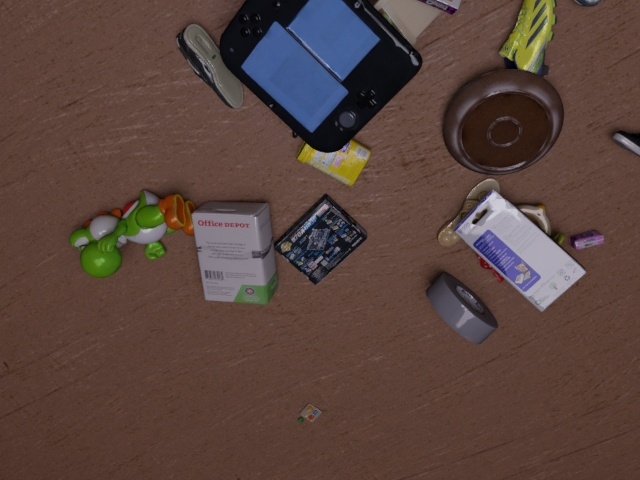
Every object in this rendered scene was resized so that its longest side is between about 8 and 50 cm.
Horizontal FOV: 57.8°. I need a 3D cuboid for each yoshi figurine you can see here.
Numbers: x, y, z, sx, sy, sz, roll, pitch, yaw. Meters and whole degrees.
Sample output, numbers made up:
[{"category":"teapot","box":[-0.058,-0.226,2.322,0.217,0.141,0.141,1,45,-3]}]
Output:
[{"category":"yoshi figurine","box":[-0.528,0.003,1.622,0.362,0.203,0.204,-16,119,10]}]

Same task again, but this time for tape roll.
[{"category":"tape roll","box":[0.410,0.196,1.684,0.219,0.219,0.072,36,109,-14]}]

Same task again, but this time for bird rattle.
[{"category":"bird rattle","box":[0.576,-0.003,1.678,0.253,0.143,0.207,-9,102,18]}]

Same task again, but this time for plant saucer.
[{"category":"plant saucer","box":[0.480,-0.292,1.521,0.310,0.050,0.311,3,130,3]}]

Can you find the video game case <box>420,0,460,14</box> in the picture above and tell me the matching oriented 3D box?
[{"category":"video game case","box":[0.237,-0.643,1.262,0.210,0.042,0.232,19,89,-8]}]

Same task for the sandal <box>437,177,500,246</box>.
[{"category":"sandal","box":[0.431,-0.066,1.647,0.088,0.079,0.240,36,108,-14]}]

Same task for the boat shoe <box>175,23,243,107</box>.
[{"category":"boat shoe","box":[-0.284,-0.444,1.502,0.079,0.084,0.233,-7,128,45]}]

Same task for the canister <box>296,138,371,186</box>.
[{"category":"canister","box":[0.037,-0.237,1.580,0.169,0.073,0.126,27,111,-12]}]

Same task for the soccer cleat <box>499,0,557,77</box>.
[{"category":"soccer cleat","box":[0.514,-0.506,1.453,0.121,0.093,0.289,-1,114,3]}]

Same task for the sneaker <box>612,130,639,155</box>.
[{"category":"sneaker","box":[0.899,-0.279,1.563,0.216,0.079,0.121,23,108,-18]}]

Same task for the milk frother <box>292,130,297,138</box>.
[{"category":"milk frother","box":[-0.087,-0.351,1.504,0.134,0.129,0.143,30,112,-5]}]

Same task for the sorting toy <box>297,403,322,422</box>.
[{"category":"sorting toy","box":[-0.040,0.596,1.968,0.062,0.012,0.083,34,109,-14]}]

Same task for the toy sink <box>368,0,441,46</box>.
[{"category":"toy sink","box":[0.181,-0.532,1.368,0.234,0.153,0.131,-47,110,-6]}]

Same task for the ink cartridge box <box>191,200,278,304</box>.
[{"category":"ink cartridge box","box":[-0.239,0.032,1.650,0.198,0.115,0.273,3,114,15]}]

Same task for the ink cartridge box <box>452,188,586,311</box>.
[{"category":"ink cartridge box","box":[0.541,0.022,1.589,0.332,0.065,0.165,44,111,4]}]

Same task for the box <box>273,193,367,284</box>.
[{"category":"box","box":[0.000,0.000,1.692,0.175,0.051,0.220,42,107,-16]}]

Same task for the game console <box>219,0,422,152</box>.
[{"category":"game console","box":[-0.014,-0.419,1.317,0.386,0.060,0.342,42,128,-10]}]

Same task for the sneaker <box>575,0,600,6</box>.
[{"category":"sneaker","box":[0.627,-0.693,1.356,0.110,0.122,0.283,-14,112,7]}]

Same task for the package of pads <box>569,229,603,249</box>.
[{"category":"package of pads","box":[0.775,-0.002,1.690,0.083,0.050,0.032,-15,107,6]}]
